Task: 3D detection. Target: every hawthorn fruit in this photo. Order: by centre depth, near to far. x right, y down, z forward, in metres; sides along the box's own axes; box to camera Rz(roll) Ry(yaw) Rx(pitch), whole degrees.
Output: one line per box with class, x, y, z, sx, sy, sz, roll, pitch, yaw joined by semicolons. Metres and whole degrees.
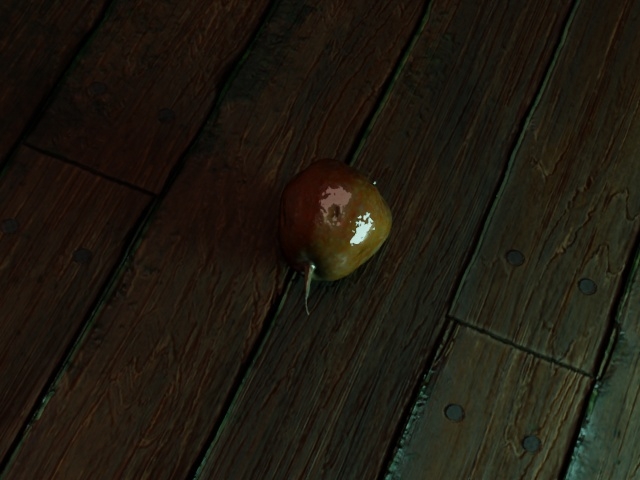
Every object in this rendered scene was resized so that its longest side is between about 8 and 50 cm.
hawthorn fruit;-0.001;-0.018;1.913;0.149;0.149;0.189;42;58;18
